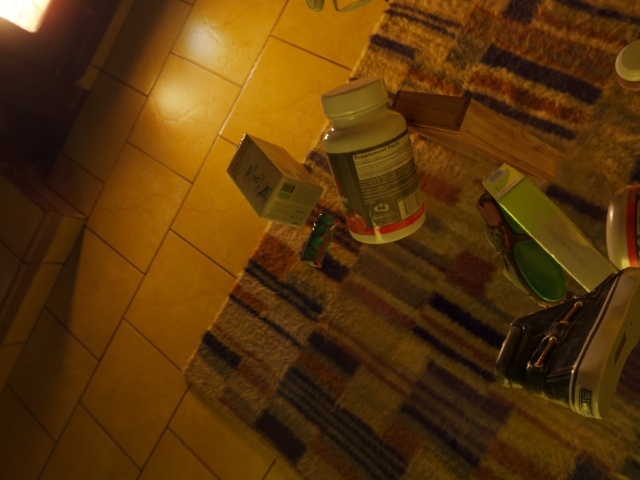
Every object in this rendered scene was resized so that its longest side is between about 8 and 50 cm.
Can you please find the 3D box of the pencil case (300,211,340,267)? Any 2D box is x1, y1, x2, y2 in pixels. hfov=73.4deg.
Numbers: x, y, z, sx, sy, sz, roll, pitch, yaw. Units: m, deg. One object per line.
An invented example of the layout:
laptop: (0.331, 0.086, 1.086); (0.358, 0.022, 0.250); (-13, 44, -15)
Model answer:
pencil case: (0.000, 0.000, 1.198); (0.070, 0.065, 0.151); (9, 74, 55)

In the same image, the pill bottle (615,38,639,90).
pill bottle: (0.703, -0.388, 0.947); (0.086, 0.152, 0.085); (4, 98, 35)

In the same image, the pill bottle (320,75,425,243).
pill bottle: (0.107, -0.167, 0.907); (0.177, 0.176, 0.318); (-8, 117, 21)

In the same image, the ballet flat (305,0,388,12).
ballet flat: (0.033, -0.654, 1.098); (0.343, 0.116, 0.124); (13, 113, 21)

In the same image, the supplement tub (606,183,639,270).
supplement tub: (0.656, -0.012, 0.717); (0.272, 0.191, 0.190); (-3, 83, 45)

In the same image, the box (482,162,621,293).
box: (0.270, -0.009, 0.494); (0.178, 0.109, 0.042); (44, 111, -4)

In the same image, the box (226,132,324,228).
box: (-0.103, -0.131, 0.927); (0.103, 0.114, 0.203); (-58, 47, 20)

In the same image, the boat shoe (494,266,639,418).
boat shoe: (0.232, 0.075, 0.390); (0.083, 0.183, 0.065); (7, 121, 46)

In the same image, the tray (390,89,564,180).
tray: (0.372, -0.238, 1.003); (0.203, 0.411, 0.076); (32, 108, 50)

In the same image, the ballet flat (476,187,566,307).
ballet flat: (0.299, 0.009, 0.659); (0.077, 0.079, 0.221); (-5, 60, -13)
